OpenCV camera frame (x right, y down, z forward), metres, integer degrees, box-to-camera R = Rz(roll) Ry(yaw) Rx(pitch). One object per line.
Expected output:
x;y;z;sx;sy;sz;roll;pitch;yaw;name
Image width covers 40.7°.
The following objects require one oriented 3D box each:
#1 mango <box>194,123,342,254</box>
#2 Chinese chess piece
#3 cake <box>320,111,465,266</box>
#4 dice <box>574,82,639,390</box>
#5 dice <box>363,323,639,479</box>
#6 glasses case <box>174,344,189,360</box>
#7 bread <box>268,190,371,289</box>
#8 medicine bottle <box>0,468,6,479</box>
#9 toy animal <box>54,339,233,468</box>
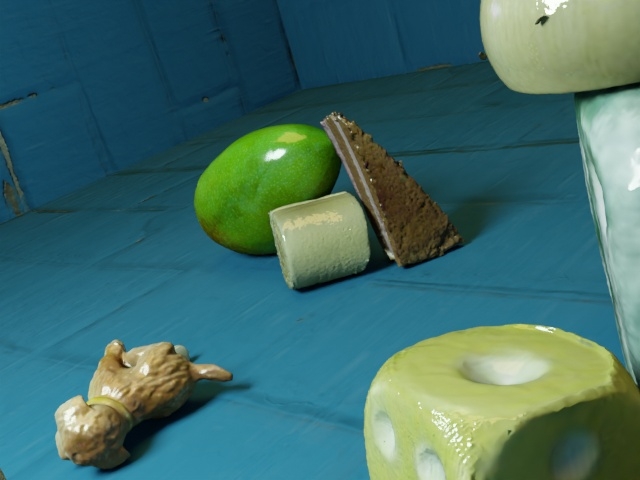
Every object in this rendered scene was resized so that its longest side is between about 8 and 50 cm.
-0.088;-0.093;1.549;0.382;0.225;0.201;-34;34;51;mango
0.274;-0.212;0.757;0.274;0.102;0.273;-16;17;5;Chinese chess piece
0.093;-0.076;1.358;0.113;0.295;0.116;-41;20;-11;cake
0.421;-0.029;0.780;0.331;0.327;0.348;-12;18;15;dice
0.141;0.170;0.660;0.169;0.169;0.166;-12;16;-20;dice
-0.225;0.178;1.229;0.083;0.032;0.021;-27;17;-29;glasses case
0.000;0.000;1.401;0.141;0.133;0.148;-15;28;-6;bread
-0.194;0.266;0.568;0.114;0.252;0.114;-16;17;5;medicine bottle
-0.221;0.203;1.052;0.184;0.104;0.185;-3;16;18;toy animal
